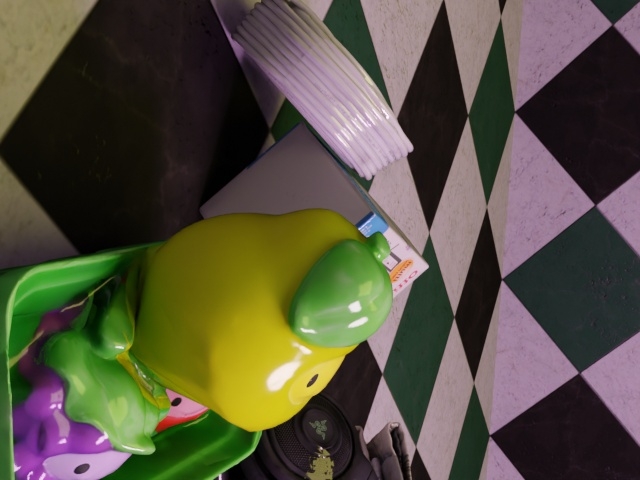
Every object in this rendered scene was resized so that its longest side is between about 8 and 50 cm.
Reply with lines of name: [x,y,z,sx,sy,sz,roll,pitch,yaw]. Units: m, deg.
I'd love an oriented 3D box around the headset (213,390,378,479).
headset: [-0.065,0.227,1.047,0.394,0.243,0.185,62,36,-21]

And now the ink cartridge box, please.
ink cartridge box: [0.000,0.000,1.109,0.171,0.168,0.232,-41,153,6]

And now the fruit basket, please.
fruit basket: [-0.112,0.103,0.735,0.392,0.391,0.283,-15,110,-64]

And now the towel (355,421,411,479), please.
towel: [0.025,0.434,1.145,0.056,0.324,0.312,19,43,-28]

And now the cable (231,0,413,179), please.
cable: [0.003,-0.186,1.063,0.089,0.257,0.257,-41,158,4]
